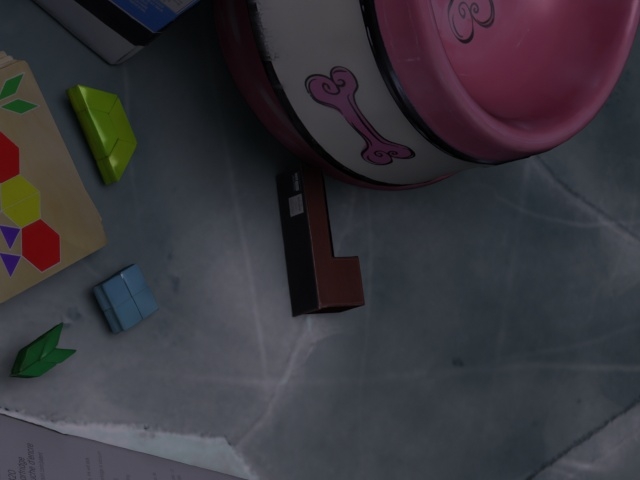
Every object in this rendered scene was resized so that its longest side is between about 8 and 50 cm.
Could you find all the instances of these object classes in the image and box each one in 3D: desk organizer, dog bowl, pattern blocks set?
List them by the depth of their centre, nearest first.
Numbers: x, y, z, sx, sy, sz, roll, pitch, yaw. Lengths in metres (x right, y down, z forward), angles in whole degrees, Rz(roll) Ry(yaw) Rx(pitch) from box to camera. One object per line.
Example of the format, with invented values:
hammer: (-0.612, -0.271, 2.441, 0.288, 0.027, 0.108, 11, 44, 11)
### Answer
pattern blocks set: (-0.256, -0.053, 1.439, 0.285, 0.026, 0.325, -20, 93, -48)
dog bowl: (0.124, -0.244, 1.481, 0.408, 0.150, 0.408, -7, 100, -49)
desk organizer: (0.000, 0.000, 1.598, 0.050, 0.047, 0.130, -2, 79, -32)

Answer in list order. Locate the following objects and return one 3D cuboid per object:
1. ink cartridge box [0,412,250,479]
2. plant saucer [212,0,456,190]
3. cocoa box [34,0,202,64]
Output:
ink cartridge box: (-0.114, 0.283, 1.359, 0.307, 0.072, 0.303, 16, 32, -23)
plant saucer: (0.064, -0.215, 1.664, 0.332, 0.084, 0.332, 7, 76, -27)
cocoa box: (-0.130, -0.369, 1.506, 0.231, 0.228, 0.347, 39, 63, -16)
